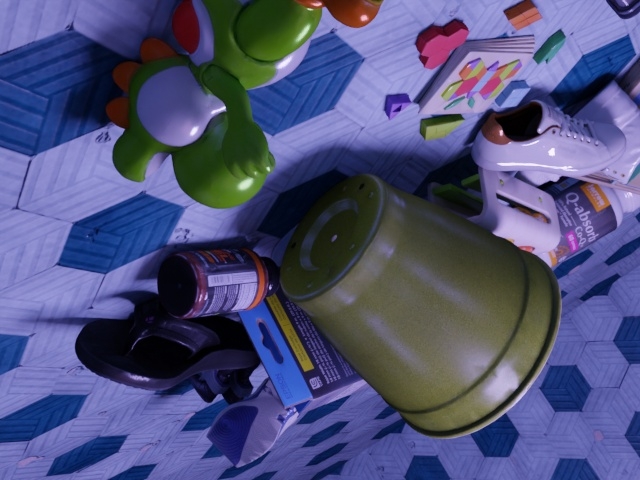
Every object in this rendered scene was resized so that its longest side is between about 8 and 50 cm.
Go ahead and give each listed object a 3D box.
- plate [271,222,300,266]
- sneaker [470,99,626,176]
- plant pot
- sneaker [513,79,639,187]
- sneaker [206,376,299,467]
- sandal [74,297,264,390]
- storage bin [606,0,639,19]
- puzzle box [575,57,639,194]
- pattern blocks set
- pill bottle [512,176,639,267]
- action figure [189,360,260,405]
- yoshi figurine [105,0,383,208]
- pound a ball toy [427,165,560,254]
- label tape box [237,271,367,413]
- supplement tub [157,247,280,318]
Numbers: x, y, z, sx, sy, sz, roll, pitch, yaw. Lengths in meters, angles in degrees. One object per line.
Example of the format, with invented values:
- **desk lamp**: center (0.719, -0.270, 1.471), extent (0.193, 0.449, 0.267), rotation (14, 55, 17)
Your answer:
- **plate**: center (0.000, 0.000, 1.606), extent (0.188, 0.024, 0.188), rotation (-27, 157, -12)
- **sneaker**: center (0.419, -0.185, 1.571), extent (0.290, 0.106, 0.123), rotation (-5, 145, -13)
- **plant pot**: center (0.136, 0.079, 1.466), extent (0.353, 0.366, 0.366), rotation (37, 116, -26)
- **sneaker**: center (0.510, -0.149, 1.726), extent (0.292, 0.169, 0.108), rotation (-45, 179, 33)
- **sneaker**: center (-0.070, 0.328, 1.836), extent (0.315, 0.127, 0.182), rotation (-48, 160, 8)
- **sandal**: center (-0.238, 0.150, 1.497), extent (0.446, 0.167, 0.107), rotation (0, 118, -64)
- **storage bin**: center (0.441, -0.399, 1.251), extent (0.135, 0.098, 0.091), rotation (-40, 129, 22)
- **puzzle box**: center (0.691, -0.243, 1.767), extent (0.272, 0.052, 0.409), rotation (11, 141, -17)
- **pattern blocks set**: center (0.240, -0.251, 1.376), extent (0.325, 0.026, 0.285), rotation (-19, 155, -29)
- **pill bottle**: center (0.575, -0.065, 2.017), extent (0.278, 0.162, 0.162), rotation (-31, 158, 0)
- **action figure**: center (-0.143, 0.226, 1.820), extent (0.185, 0.099, 0.285), rotation (9, 132, -48)
- **yoshi figurine**: center (-0.069, -0.165, 0.952), extent (0.362, 0.203, 0.203), rotation (-41, 163, 30)
- **pound a ball toy**: center (0.321, -0.022, 1.745), extent (0.208, 0.135, 0.319), rotation (-19, 156, 37)
- **label tape box**: center (-0.028, 0.177, 1.634), extent (0.334, 0.240, 0.106), rotation (-11, 157, -46)
- **supplement tub**: center (-0.157, 0.065, 1.437), extent (0.198, 0.106, 0.106), rotation (-4, 146, -49)
